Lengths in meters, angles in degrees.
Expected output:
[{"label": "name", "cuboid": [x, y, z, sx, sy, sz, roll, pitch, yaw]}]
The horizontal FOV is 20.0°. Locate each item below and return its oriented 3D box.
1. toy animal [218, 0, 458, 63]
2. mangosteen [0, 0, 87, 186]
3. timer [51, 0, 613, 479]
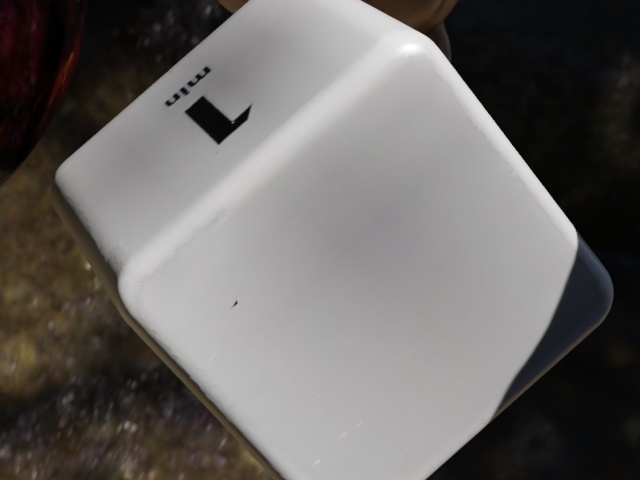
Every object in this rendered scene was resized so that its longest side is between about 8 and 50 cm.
[{"label": "toy animal", "cuboid": [0.007, -0.222, 1.377, 0.248, 0.149, 0.165, 11, 60, -38]}, {"label": "mangosteen", "cuboid": [-0.288, -0.113, 0.901, 0.306, 0.359, 0.306, 38, 27, -23]}, {"label": "timer", "cuboid": [0.000, 0.000, 0.942, 0.194, 0.195, 0.192, -42, 115, -3]}]
